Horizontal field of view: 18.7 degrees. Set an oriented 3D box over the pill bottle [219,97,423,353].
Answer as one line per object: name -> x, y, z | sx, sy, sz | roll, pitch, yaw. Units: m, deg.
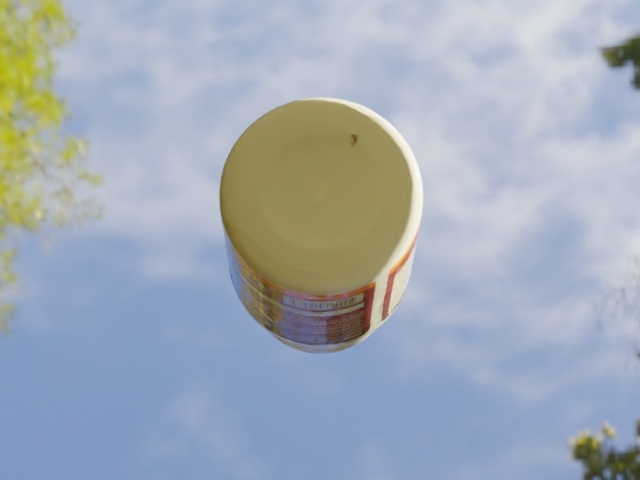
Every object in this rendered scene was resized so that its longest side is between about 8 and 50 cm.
pill bottle -> 0.000, 0.000, 1.229 | 0.121, 0.221, 0.121 | 0, -106, -1
